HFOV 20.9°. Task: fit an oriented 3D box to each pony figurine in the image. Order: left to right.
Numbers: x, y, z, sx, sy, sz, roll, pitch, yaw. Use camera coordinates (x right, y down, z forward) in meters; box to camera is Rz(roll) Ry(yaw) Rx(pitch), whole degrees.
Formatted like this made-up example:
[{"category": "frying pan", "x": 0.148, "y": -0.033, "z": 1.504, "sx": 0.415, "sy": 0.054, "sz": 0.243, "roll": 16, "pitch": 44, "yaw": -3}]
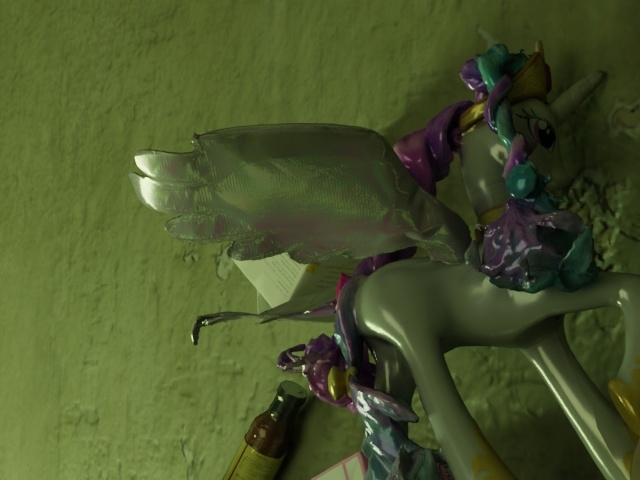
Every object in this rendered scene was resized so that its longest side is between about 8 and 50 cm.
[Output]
[{"category": "pony figurine", "x": 0.071, "y": 0.044, "z": 1.223, "sx": 0.351, "sy": 0.303, "sz": 0.363, "roll": -14, "pitch": 66, "yaw": -1}]

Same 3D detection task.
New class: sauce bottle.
[{"category": "sauce bottle", "x": -0.048, "y": 0.180, "z": 1.505, "sx": 0.042, "sy": 0.042, "sz": 0.128, "roll": 48, "pitch": 119, "yaw": 40}]

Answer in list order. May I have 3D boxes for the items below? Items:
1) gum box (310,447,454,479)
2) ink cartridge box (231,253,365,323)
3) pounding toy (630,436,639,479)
[{"category": "gum box", "x": 0.069, "y": 0.248, "z": 1.317, "sx": 0.062, "sy": 0.107, "sz": 0.188, "roll": -35, "pitch": 60, "yaw": 39}, {"category": "ink cartridge box", "x": 0.000, "y": 0.000, "z": 1.436, "sx": 0.090, "sy": 0.092, "sz": 0.143, "roll": 49, "pitch": 119, "yaw": 40}, {"category": "pounding toy", "x": 0.300, "y": 0.177, "z": 1.097, "sx": 0.183, "sy": 0.110, "sz": 0.237, "roll": 28, "pitch": 135, "yaw": 35}]
